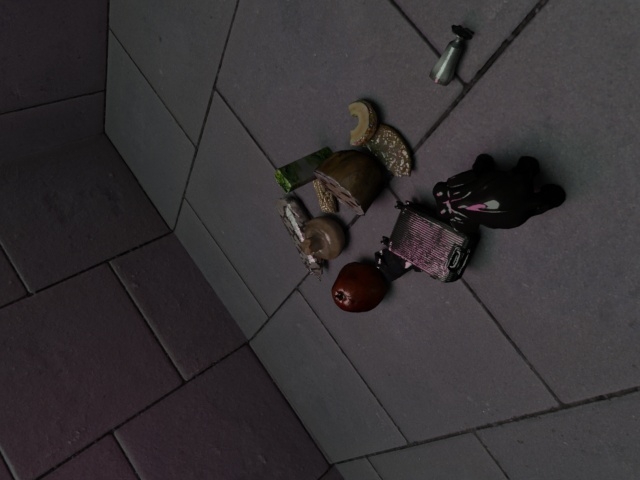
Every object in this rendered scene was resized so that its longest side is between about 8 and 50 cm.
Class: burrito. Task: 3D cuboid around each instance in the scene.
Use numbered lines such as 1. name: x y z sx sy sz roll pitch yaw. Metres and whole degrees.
1. burrito: -0.075 -0.009 2.299 0.139 0.101 0.445 -24 92 44

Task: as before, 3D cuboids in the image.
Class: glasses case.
1. glasses case: -0.051 -0.280 1.924 0.095 0.272 0.062 53 145 11

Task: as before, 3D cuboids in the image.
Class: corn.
1. corn: 0.018 -0.198 2.061 0.087 0.087 0.210 14 123 46

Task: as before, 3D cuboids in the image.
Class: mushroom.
1. mushroom: 0.000 0.000 2.126 0.204 0.204 0.204 30 135 35

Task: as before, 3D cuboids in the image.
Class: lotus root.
1. lotus root: 0.115 -0.234 1.811 0.272 0.192 0.272 34 -179 -1

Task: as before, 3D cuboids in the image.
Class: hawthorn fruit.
1. hawthorn fruit: 0.145 0.209 2.044 0.224 0.261 0.224 22 124 38

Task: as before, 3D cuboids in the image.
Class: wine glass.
1. wine glass: 0.376 -0.531 1.398 0.072 0.072 0.155 45 143 20

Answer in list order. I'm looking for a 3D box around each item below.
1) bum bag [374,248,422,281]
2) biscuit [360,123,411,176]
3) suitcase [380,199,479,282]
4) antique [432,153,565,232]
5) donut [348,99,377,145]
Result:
1. bum bag: 0.328 0.071 1.876 0.310 0.074 0.136 -27 80 49
2. biscuit: 0.234 -0.340 1.733 0.290 0.038 0.141 45 138 25
3. suitcase: 0.377 -0.002 1.682 0.312 0.128 0.202 32 113 33
4. antique: 0.487 -0.136 1.383 0.322 0.255 0.185 16 128 48
5. donut: 0.155 -0.419 1.718 0.108 0.065 0.165 -6 81 45
